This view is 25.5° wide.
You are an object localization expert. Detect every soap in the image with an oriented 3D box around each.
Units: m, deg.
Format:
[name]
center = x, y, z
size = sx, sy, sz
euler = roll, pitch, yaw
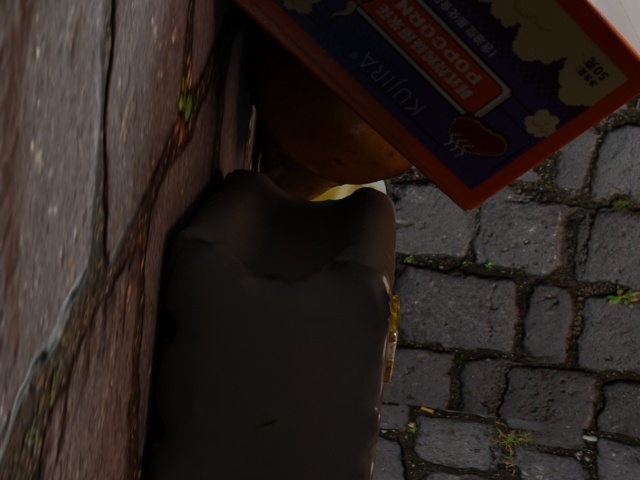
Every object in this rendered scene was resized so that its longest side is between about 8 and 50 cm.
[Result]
[soap]
center = -0.038, 0.125, 1.437
size = 0.435, 0.213, 0.350
euler = -65, 164, -80

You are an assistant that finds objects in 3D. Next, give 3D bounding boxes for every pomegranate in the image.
[pomegranate]
center = 0.039, -0.204, 1.718
size = 0.264, 0.264, 0.264
euler = 8, 90, -88

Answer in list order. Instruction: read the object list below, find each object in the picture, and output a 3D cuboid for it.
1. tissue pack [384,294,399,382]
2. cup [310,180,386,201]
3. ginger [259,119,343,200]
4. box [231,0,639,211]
[tissue pack]
center = -0.006, 0.116, 1.957
size = 0.183, 0.226, 0.091
euler = -78, 174, -75
[cup]
center = 0.000, 0.000, 2.251
size = 0.226, 0.185, 0.241
euler = -71, 156, -50
[ginger]
center = 0.040, -0.242, 1.955
size = 0.176, 0.254, 0.418
euler = -135, -122, -85
[box]
center = 0.127, -0.279, 1.441
size = 0.257, 0.349, 0.318
euler = -35, -154, 29
